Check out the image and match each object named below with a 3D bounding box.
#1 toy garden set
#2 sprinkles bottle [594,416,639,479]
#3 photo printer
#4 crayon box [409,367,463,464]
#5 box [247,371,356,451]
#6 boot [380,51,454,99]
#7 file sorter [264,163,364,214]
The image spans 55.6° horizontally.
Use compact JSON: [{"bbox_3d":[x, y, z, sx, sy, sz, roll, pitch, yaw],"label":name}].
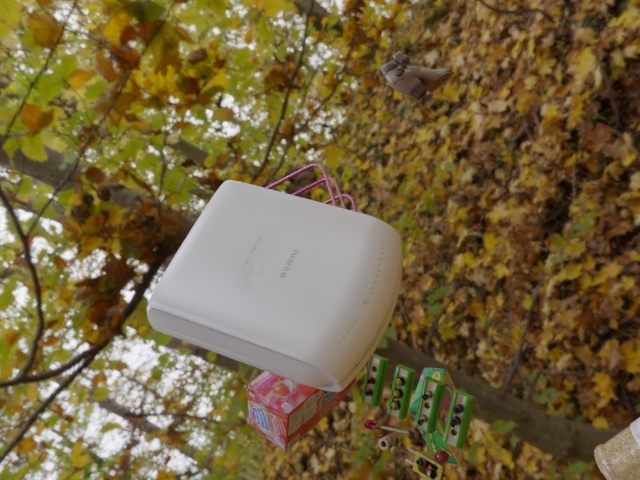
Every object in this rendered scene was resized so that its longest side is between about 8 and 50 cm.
[{"bbox_3d":[0.178,0.373,1.251,0.049,0.244,0.204,-4,-73,-52],"label":"toy garden set"},{"bbox_3d":[0.664,0.324,1.076,0.355,0.121,0.121,-50,-5,24],"label":"sprinkles bottle"},{"bbox_3d":[-0.048,0.058,0.845,0.107,0.307,0.256,77,-145,-55],"label":"photo printer"},{"bbox_3d":[0.381,0.553,1.910,0.278,0.081,0.165,62,-139,-31],"label":"crayon box"},{"bbox_3d":[-0.036,0.328,1.366,0.257,0.122,0.128,-33,-41,-42],"label":"box"},{"bbox_3d":[0.161,-0.286,1.022,0.118,0.087,0.042,-36,-15,-34],"label":"boot"},{"bbox_3d":[0.000,0.000,1.296,0.290,0.202,0.182,44,-155,-52],"label":"file sorter"}]
